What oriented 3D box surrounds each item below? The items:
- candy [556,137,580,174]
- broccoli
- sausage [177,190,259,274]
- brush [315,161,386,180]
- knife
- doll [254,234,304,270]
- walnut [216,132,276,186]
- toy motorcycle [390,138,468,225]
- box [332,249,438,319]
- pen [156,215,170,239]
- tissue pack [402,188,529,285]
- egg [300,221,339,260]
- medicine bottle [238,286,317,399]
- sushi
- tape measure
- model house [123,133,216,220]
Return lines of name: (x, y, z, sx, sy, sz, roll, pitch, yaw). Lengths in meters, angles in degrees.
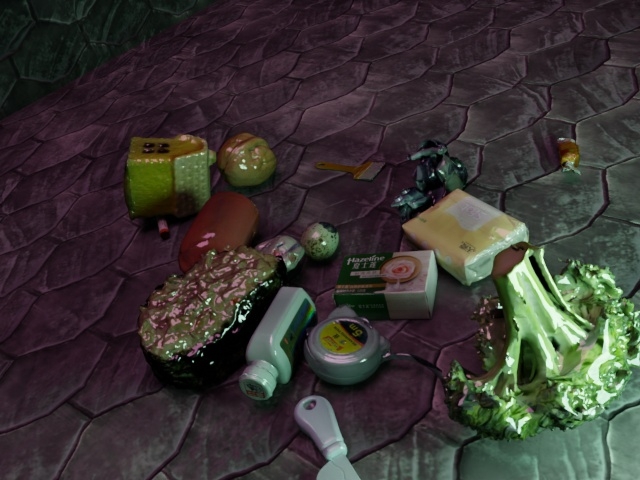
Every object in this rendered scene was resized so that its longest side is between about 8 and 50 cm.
candy: (0.594, -0.198, 1.881, 0.053, 0.046, 0.182, -7, 30, 19)
broccoli: (0.336, 0.163, 1.294, 0.375, 0.301, 0.249, -33, -1, -16)
sausage: (-0.239, -0.006, 1.864, 0.152, 0.152, 0.279, -1, 38, 21)
brush: (0.070, -0.195, 2.122, 0.205, 0.011, 0.083, 10, 43, 34)
knife: (0.028, 0.383, 1.309, 0.080, 0.044, 0.331, -21, 38, -9)
doll: (-0.094, 0.034, 1.795, 0.104, 0.071, 0.214, -36, 18, -13)
walnut: (-0.205, -0.217, 2.157, 0.167, 0.149, 0.166, 11, 46, -11)
toy motorcycle: (0.251, -0.138, 1.843, 0.106, 0.159, 0.270, -10, 27, 49)
box: (0.137, 0.094, 1.630, 0.199, 0.081, 0.135, -2, 37, 16)
pen: (-0.437, -0.073, 2.144, 0.028, 0.028, 0.239, -20, 35, -5)
tissue pack: (0.311, -0.010, 1.691, 0.186, 0.090, 0.222, -31, 37, -17)
egg: (0.000, 0.000, 1.810, 0.085, 0.085, 0.110, 11, 38, 34)
medicine bottle: (-0.083, 0.204, 1.525, 0.083, 0.121, 0.228, 4, 39, 26)
sushi: (-0.216, 0.145, 1.621, 0.350, 0.170, 0.211, -35, 41, -24)
tape measure: (0.100, 0.242, 1.446, 0.164, 0.084, 0.330, -32, 45, -22)
model house: (-0.393, -0.166, 2.088, 0.235, 0.193, 0.174, 0, 31, -3)
